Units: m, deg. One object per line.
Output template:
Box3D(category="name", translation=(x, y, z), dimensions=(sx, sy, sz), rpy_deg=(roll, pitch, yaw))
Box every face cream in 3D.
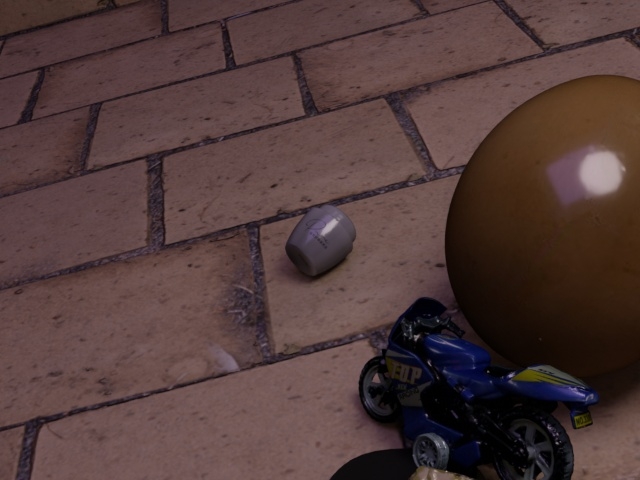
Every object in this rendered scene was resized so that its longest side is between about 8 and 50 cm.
Box3D(category="face cream", translation=(0.000, 0.000, 1.198), dimensions=(0.091, 0.091, 0.095), rpy_deg=(25, 59, 40))

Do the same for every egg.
Box3D(category="egg", translation=(0.306, -0.023, 0.929), dimensions=(0.300, 0.301, 0.374), rpy_deg=(8, 66, 28))

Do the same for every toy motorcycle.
Box3D(category="toy motorcycle", translation=(0.152, 0.159, 0.854), dimensions=(0.113, 0.169, 0.315), rpy_deg=(2, 8, -39))

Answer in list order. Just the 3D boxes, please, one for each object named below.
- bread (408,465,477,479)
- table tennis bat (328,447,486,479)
Box3D(category="bread", translation=(0.156, 0.306, 0.716), dimensions=(0.196, 0.102, 0.138), rpy_deg=(12, 60, 19))
Box3D(category="table tennis bat", translation=(0.138, 0.290, 0.829), dimensions=(0.300, 0.022, 0.173), rpy_deg=(-3, 38, 18))
